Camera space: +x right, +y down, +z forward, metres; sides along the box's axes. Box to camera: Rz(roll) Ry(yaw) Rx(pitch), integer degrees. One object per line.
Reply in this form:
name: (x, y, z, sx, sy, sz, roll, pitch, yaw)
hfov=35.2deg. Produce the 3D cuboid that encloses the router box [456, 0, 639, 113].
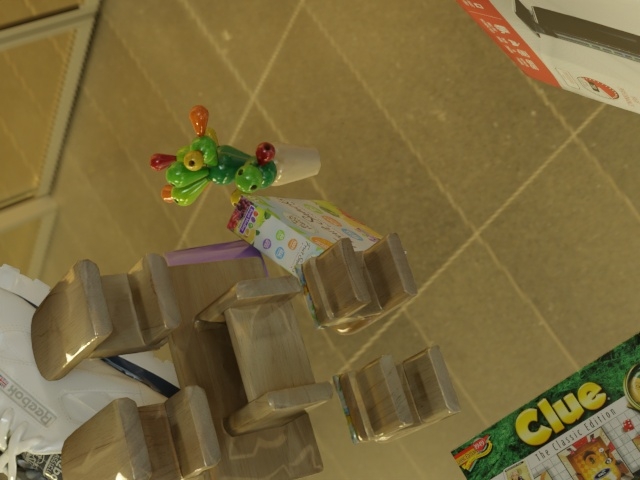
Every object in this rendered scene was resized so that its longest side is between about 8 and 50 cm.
router box: (0.233, -0.176, 0.733, 0.301, 0.335, 0.082, 27, 91, 35)

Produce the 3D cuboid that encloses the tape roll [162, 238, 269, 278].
tape roll: (-0.084, 0.096, 0.887, 0.189, 0.080, 0.188, 171, 90, -78)

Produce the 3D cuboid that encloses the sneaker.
sneaker: (-0.175, 0.088, 0.591, 0.235, 0.094, 0.090, 26, 133, -5)

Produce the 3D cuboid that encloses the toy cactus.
toy cactus: (-0.090, -0.092, 1.128, 0.219, 0.181, 0.112, -1, 95, 63)

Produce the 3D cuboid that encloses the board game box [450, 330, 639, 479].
board game box: (0.279, 0.213, 1.064, 0.136, 0.260, 0.030, 59, -168, 23)

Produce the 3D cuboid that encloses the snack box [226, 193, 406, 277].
snack box: (0.000, 0.000, 0.880, 0.100, 0.141, 0.037, 33, 106, 28)

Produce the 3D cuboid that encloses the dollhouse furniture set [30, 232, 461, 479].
dollhouse furniture set: (-0.045, 0.133, 0.598, 0.161, 0.212, 0.242, -38, 64, 50)
